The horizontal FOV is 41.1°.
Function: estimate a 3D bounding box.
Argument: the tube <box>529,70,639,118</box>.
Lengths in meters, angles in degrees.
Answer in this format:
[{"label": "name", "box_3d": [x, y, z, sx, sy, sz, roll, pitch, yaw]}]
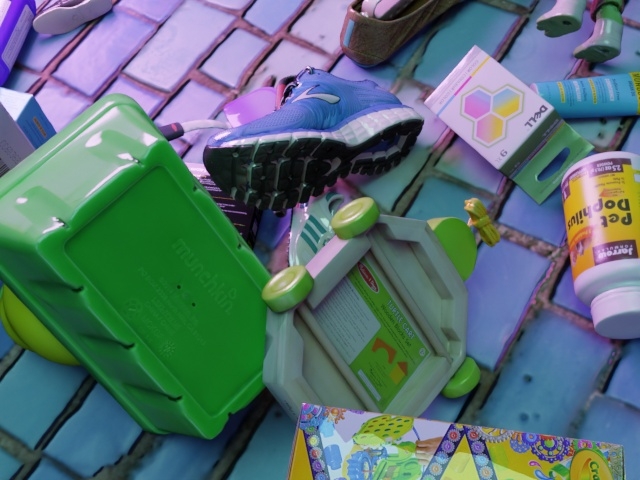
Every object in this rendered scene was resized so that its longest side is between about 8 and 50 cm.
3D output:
[{"label": "tube", "box_3d": [0.402, -0.204, 1.208, 0.207, 0.052, 0.080, -5, 73, -2]}]

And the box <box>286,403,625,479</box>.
[{"label": "box", "box_3d": [0.118, 0.301, 0.809, 0.279, 0.290, 0.177, 6, 61, 10]}]

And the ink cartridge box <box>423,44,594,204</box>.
[{"label": "ink cartridge box", "box_3d": [0.253, -0.159, 1.164, 0.109, 0.062, 0.209, -48, 63, 12]}]

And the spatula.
[{"label": "spatula", "box_3d": [-0.181, -0.163, 1.241, 0.296, 0.030, 0.084, -18, 58, -24]}]

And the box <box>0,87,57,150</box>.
[{"label": "box", "box_3d": [-0.471, -0.091, 1.214, 0.060, 0.100, 0.244, 14, 63, 15]}]

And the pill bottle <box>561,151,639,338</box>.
[{"label": "pill bottle", "box_3d": [0.365, 0.007, 1.047, 0.117, 0.117, 0.215, -2, 60, 6]}]

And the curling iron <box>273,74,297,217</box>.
[{"label": "curling iron", "box_3d": [-0.042, -0.142, 1.203, 0.068, 0.035, 0.274, 2, 49, 7]}]

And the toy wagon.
[{"label": "toy wagon", "box_3d": [0.086, 0.082, 0.974, 0.068, 0.267, 0.344, -3, 37, 53]}]

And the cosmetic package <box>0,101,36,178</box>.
[{"label": "cosmetic package", "box_3d": [-0.529, -0.180, 1.094, 0.156, 0.217, 0.385, -43, 60, -15]}]

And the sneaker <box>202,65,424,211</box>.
[{"label": "sneaker", "box_3d": [-0.022, -0.144, 1.133, 0.330, 0.130, 0.147, -18, 56, -38]}]

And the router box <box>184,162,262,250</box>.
[{"label": "router box", "box_3d": [-0.173, -0.041, 1.181, 0.179, 0.046, 0.133, 7, 61, 10]}]

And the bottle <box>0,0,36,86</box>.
[{"label": "bottle", "box_3d": [-0.544, -0.288, 1.341, 0.118, 0.092, 0.283, 4, 61, 13]}]

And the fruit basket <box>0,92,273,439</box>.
[{"label": "fruit basket", "box_3d": [-0.235, 0.045, 1.016, 0.392, 0.392, 0.283, 38, 71, 24]}]

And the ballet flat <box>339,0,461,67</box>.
[{"label": "ballet flat", "box_3d": [0.158, -0.404, 1.304, 0.342, 0.124, 0.116, -40, 64, -16]}]

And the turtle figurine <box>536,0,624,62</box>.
[{"label": "turtle figurine", "box_3d": [0.378, -0.408, 1.264, 0.274, 0.198, 0.266, 11, 77, 25]}]

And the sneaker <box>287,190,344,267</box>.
[{"label": "sneaker", "box_3d": [0.000, 0.000, 1.130, 0.075, 0.057, 0.161, -4, 57, 11]}]

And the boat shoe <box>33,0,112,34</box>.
[{"label": "boat shoe", "box_3d": [-0.410, -0.378, 1.404, 0.133, 0.049, 0.042, -27, 55, -11]}]
